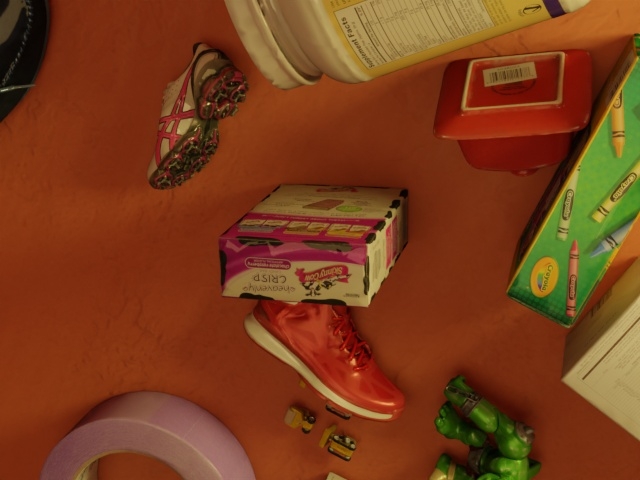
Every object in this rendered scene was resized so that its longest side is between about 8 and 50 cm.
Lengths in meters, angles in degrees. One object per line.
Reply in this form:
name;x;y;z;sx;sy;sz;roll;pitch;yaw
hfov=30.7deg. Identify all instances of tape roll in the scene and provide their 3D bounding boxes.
tape roll;-0.224;0.338;1.512;0.274;0.090;0.275;4;108;14

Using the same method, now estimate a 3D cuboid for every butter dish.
butter dish;0.211;-0.121;1.240;0.160;0.160;0.118;-3;129;16

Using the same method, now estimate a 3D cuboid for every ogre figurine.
ogre figurine;0.193;0.264;1.383;0.118;0.097;0.197;15;95;29

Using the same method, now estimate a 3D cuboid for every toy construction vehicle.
toy construction vehicle;0.009;0.216;1.447;0.098;0.035;0.086;25;122;9

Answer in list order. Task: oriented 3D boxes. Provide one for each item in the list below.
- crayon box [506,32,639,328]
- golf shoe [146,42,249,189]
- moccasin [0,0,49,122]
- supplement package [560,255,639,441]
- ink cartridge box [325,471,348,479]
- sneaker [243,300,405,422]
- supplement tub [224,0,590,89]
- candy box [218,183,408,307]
crayon box;0.294;-0.066;1.210;0.081;0.165;0.278;27;112;4
golf shoe;-0.155;-0.143;1.365;0.086;0.067;0.186;48;117;28
moccasin;-0.436;-0.166;1.393;0.137;0.117;0.342;35;112;2
supplement package;0.402;0.156;1.268;0.244;0.134;0.139;38;112;1
ink cartridge box;0.053;0.379;1.466;0.150;0.063;0.109;26;111;5
sneaker;0.025;0.113;1.380;0.221;0.087;0.128;32;113;2
supplement tub;0.083;-0.295;1.152;0.331;0.241;0.241;-16;102;19
candy box;0.000;0.000;1.270;0.159;0.233;0.071;3;108;14
